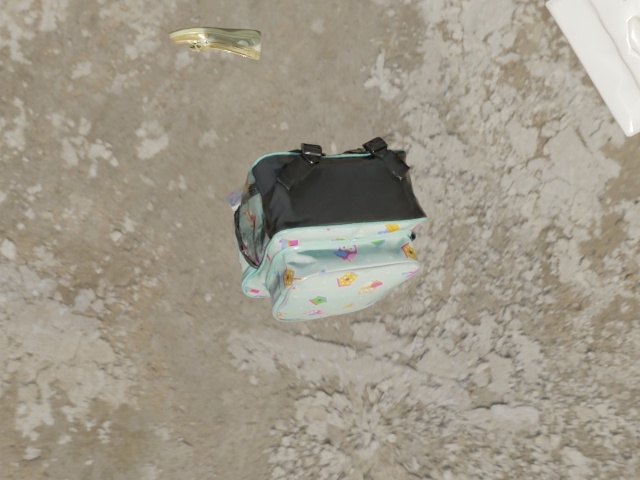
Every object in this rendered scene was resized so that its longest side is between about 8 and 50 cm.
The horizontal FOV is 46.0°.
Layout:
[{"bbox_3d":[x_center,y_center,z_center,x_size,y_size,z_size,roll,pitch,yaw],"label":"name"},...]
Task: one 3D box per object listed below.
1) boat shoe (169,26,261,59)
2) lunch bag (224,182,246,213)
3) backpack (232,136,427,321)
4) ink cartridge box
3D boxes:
[{"bbox_3d":[-0.169,-0.321,1.229,0.153,0.056,0.048,-5,102,-27],"label":"boat shoe"},{"bbox_3d":[-0.091,-0.058,1.048,0.071,0.083,0.053,-35,116,-6],"label":"lunch bag"},{"bbox_3d":[0.000,0.000,0.729,0.165,0.188,0.145,-9,78,-22],"label":"backpack"},{"bbox_3d":[0.351,-0.255,0.813,0.168,0.233,0.171,-31,108,26],"label":"ink cartridge box"}]
